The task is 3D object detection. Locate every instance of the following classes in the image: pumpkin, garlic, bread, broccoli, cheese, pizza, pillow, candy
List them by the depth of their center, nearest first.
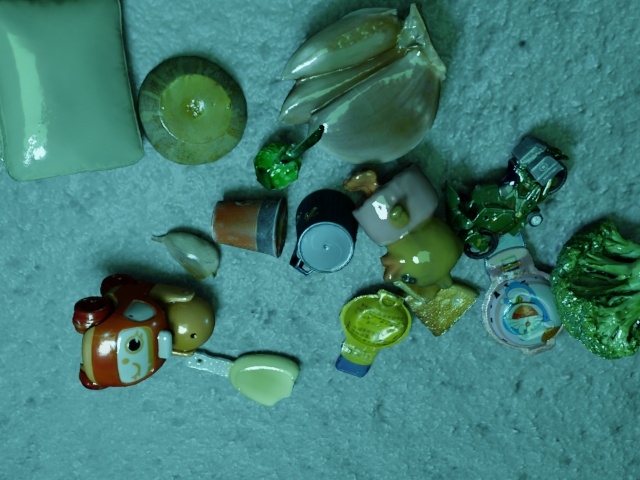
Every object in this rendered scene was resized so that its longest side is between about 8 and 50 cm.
[{"bbox_3d":[-0.046,-0.158,1.294,0.097,0.323,0.097,2,83,-19],"label":"candy"},{"bbox_3d":[-0.464,-0.278,1.301,0.255,0.120,0.322,-12,107,-26],"label":"pillow"},{"bbox_3d":[0.086,-0.274,1.322,0.325,0.132,0.279,-31,108,11],"label":"garlic"},{"bbox_3d":[-0.249,-0.237,1.364,0.217,0.110,0.217,0,107,-1],"label":"pumpkin"},{"bbox_3d":[0.577,0.099,1.414,0.242,0.269,0.261,-31,86,38],"label":"broccoli"},{"bbox_3d":[0.203,0.076,1.468,0.154,0.136,0.054,-17,129,12],"label":"bread"},{"bbox_3d":[-0.271,0.026,1.492,0.152,0.066,0.084,40,110,-17],"label":"garlic"},{"bbox_3d":[0.417,0.113,1.513,0.189,0.074,0.286,-20,104,8],"label":"cheese"},{"bbox_3d":[0.253,0.142,1.545,0.178,0.041,0.131,-12,110,6],"label":"pizza"},{"bbox_3d":[0.104,0.202,1.562,0.157,0.064,0.250,22,121,-7],"label":"cheese"},{"bbox_3d":[-0.179,0.297,1.616,0.255,0.050,0.127,15,114,-3],"label":"cheese"}]

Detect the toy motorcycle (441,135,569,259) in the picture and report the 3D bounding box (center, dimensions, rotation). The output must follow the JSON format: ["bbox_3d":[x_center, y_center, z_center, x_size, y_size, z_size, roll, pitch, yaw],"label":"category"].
[{"bbox_3d":[0.349,-0.094,1.405,0.187,0.125,0.274,38,107,-24],"label":"toy motorcycle"}]

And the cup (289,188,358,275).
[{"bbox_3d":[0.000,0.000,1.428,0.131,0.155,0.176,34,108,-12],"label":"cup"}]

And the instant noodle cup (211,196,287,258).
[{"bbox_3d":[-0.142,-0.032,1.445,0.136,0.127,0.127,6,113,8],"label":"instant noodle cup"}]

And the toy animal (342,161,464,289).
[{"bbox_3d":[0.166,-0.024,1.384,0.169,0.195,0.281,-26,93,0],"label":"toy animal"}]

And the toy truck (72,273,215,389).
[{"bbox_3d":[-0.352,0.186,1.466,0.239,0.265,0.189,7,115,9],"label":"toy truck"}]
